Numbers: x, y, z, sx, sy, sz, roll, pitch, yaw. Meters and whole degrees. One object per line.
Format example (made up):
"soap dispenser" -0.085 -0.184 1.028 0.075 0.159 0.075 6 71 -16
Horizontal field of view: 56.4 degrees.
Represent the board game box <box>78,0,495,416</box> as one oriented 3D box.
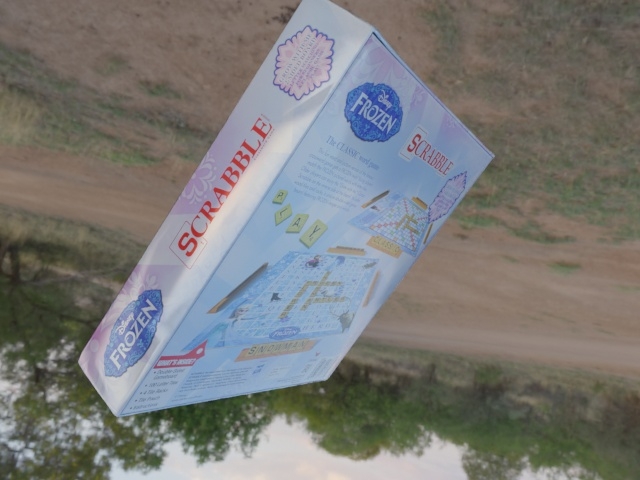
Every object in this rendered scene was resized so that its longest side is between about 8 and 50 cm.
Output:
"board game box" 0.000 0.000 0.536 0.066 0.318 0.318 41 -167 27
